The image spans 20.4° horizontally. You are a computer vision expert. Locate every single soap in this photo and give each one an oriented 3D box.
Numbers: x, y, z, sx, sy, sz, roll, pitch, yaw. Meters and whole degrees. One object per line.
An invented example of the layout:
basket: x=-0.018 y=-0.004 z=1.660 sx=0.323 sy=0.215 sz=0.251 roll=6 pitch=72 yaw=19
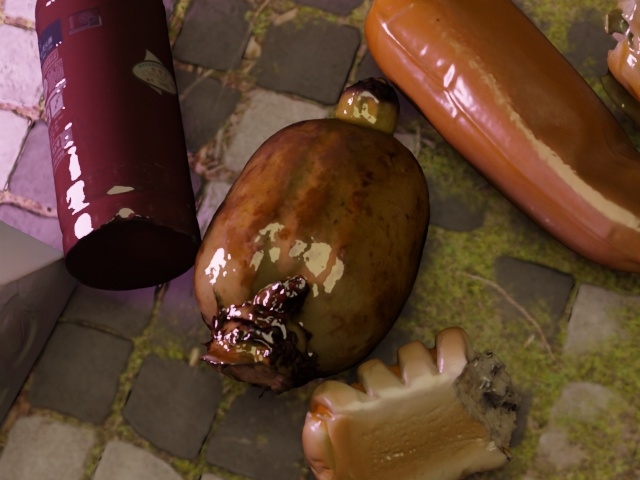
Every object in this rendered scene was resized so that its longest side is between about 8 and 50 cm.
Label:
soap: x=-0.309 y=0.113 z=1.411 sx=0.095 sy=0.173 sz=0.289 roll=24 pitch=73 yaw=12

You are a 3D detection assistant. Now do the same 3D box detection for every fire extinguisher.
fire extinguisher: x=-0.178 y=-0.134 z=1.502 sx=0.114 sy=0.135 sz=0.337 roll=-7 pitch=61 yaw=-8

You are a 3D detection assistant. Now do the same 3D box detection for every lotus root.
lotus root: x=0.000 y=0.000 z=1.441 sx=0.169 sy=0.141 sz=0.314 roll=22 pitch=62 yaw=9

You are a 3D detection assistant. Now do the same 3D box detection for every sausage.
sausage: x=0.182 y=-0.087 z=1.464 sx=0.354 sy=0.134 sz=0.116 roll=48 pitch=120 yaw=19

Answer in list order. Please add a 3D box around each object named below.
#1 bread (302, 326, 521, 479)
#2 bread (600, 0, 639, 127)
bread: x=0.071 y=0.139 z=1.400 sx=0.177 sy=0.084 sz=0.119 roll=-20 pitch=112 yaw=-1
bread: x=0.365 y=-0.120 z=1.408 sx=0.196 sy=0.238 sz=0.252 roll=-40 pitch=65 yaw=-5
